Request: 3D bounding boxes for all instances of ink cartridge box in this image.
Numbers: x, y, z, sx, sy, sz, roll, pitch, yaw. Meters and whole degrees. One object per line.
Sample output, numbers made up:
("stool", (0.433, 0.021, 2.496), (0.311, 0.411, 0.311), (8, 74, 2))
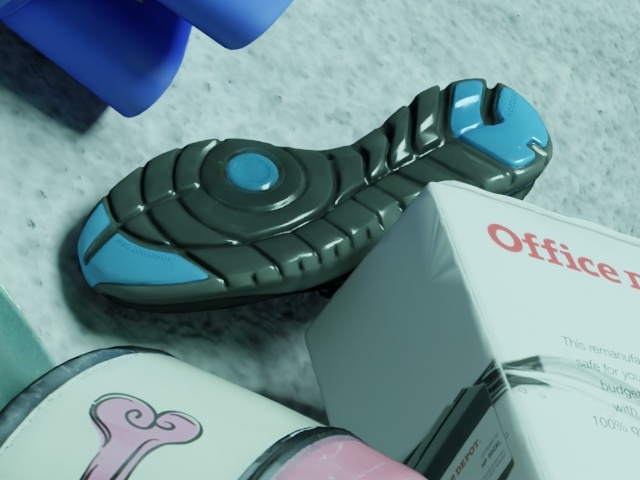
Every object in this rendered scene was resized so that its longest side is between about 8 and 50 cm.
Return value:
("ink cartridge box", (0.183, 0.180, 1.138), (0.285, 0.166, 0.395), (17, 38, -32))

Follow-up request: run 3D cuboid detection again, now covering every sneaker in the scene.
("sneaker", (0.000, 0.000, 1.264), (0.341, 0.140, 0.125), (-14, 55, -23))

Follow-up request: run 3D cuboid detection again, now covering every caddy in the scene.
("caddy", (-0.104, -0.251, 1.239), (0.179, 0.241, 0.341), (40, 45, -22))

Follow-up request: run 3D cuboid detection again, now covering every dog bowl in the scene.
("dog bowl", (-0.054, 0.256, 0.814), (0.408, 0.150, 0.408), (8, 90, -70))

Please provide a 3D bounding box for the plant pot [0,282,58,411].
("plant pot", (-0.263, 0.084, 0.905), (0.196, 0.293, 0.293), (-39, 94, -19))
